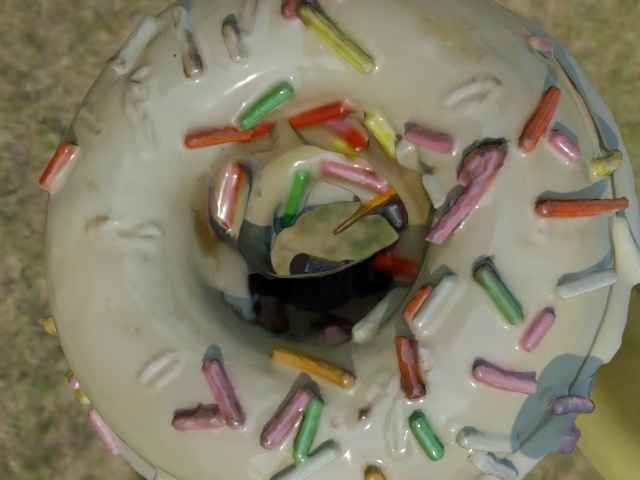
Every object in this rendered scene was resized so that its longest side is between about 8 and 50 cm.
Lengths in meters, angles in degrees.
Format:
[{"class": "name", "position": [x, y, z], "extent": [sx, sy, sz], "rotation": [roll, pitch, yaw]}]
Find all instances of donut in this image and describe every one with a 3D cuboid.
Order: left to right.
[{"class": "donut", "position": [0.000, 0.000, 0.980], "extent": [0.142, 0.383, 0.382], "rotation": [36, 69, -72]}]

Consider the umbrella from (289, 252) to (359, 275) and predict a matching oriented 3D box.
[{"class": "umbrella", "position": [0.063, 0.049, 1.711], "extent": [0.250, 0.053, 0.052], "rotation": [15, 99, -42]}]

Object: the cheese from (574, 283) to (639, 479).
[{"class": "cheese", "position": [0.362, 0.149, 1.447], "extent": [0.259, 0.316, 0.128], "rotation": [-35, 146, 7]}]
